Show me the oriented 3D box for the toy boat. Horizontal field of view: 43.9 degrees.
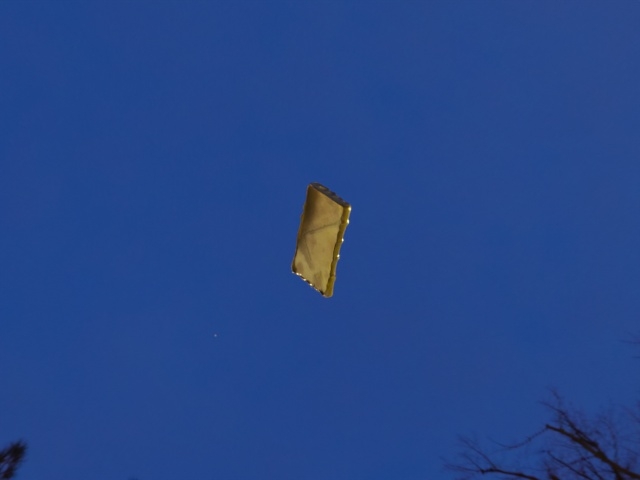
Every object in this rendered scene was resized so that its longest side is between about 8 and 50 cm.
[{"bbox_3d":[0.000,0.000,0.860,0.016,0.063,0.115,-14,-52,-39],"label":"toy boat"}]
